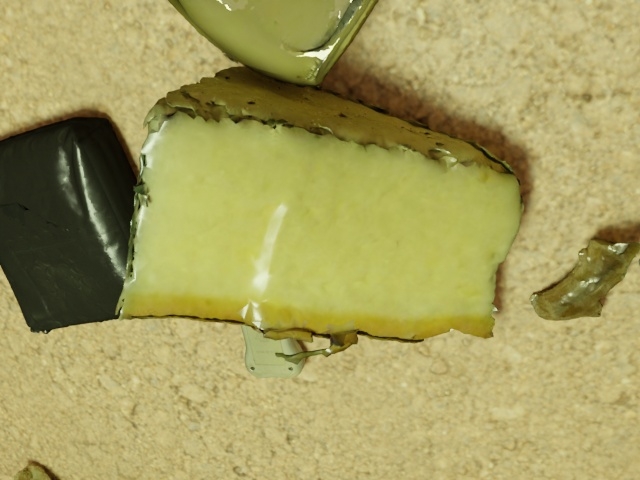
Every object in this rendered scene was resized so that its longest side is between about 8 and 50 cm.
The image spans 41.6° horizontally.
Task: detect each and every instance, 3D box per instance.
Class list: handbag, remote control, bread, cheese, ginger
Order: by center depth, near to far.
[{"bbox_3d":[-0.065,-0.300,0.726,0.315,0.128,0.260,33,111,-5],"label":"cheese"},{"bbox_3d":[0.000,0.000,0.778,0.315,0.279,0.249,21,114,20],"label":"bread"},{"bbox_3d":[0.267,0.037,0.836,0.057,0.044,0.137,15,131,-24],"label":"ginger"},{"bbox_3d":[-0.300,-0.007,0.968,0.223,0.080,0.247,-12,111,23],"label":"handbag"},{"bbox_3d":[-0.060,0.105,0.976,0.074,0.032,0.122,-2,115,18],"label":"remote control"}]

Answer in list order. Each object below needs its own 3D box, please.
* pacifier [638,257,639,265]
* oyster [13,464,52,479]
[{"bbox_3d":[0.368,0.027,0.780,0.150,0.127,0.117,38,85,-22],"label":"pacifier"},{"bbox_3d":[-0.361,0.404,1.222,0.106,0.061,0.200,-11,116,-1],"label":"oyster"}]
